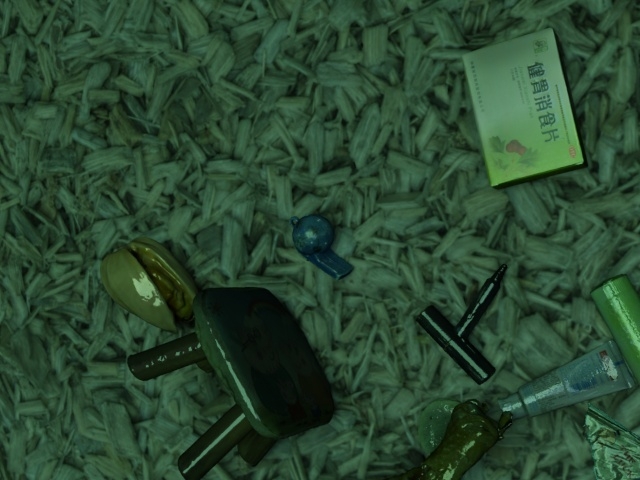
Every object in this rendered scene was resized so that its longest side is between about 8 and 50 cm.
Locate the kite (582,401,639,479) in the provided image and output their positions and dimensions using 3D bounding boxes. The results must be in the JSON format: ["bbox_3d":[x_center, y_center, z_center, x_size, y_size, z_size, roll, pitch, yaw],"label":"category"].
[{"bbox_3d":[0.534,0.482,1.833,0.369,0.014,0.406,-12,82,20],"label":"kite"}]

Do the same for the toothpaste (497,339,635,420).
[{"bbox_3d":[0.434,0.262,1.874,0.234,0.057,0.089,-25,78,12],"label":"toothpaste"}]

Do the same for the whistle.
[{"bbox_3d":[0.000,0.000,2.050,0.158,0.090,0.090,34,99,21],"label":"whistle"}]

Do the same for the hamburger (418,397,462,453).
[{"bbox_3d":[0.221,0.349,1.952,0.084,0.054,0.121,11,97,21],"label":"hamburger"}]

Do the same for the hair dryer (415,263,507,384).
[{"bbox_3d":[0.302,0.142,1.941,0.195,0.050,0.173,-46,74,9],"label":"hair dryer"}]

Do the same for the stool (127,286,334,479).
[{"bbox_3d":[-0.164,0.265,1.982,0.226,0.310,0.310,-34,73,21],"label":"stool"}]

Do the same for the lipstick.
[{"bbox_3d":[0.564,0.202,1.811,0.076,0.076,0.304,-29,76,18],"label":"lipstick"}]

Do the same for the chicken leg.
[{"bbox_3d":[0.173,0.445,1.868,0.429,0.153,0.201,-49,43,6],"label":"chicken leg"}]

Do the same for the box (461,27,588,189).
[{"bbox_3d":[0.374,-0.240,1.929,0.175,0.062,0.260,-14,80,21],"label":"box"}]

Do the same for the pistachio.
[{"bbox_3d":[-0.347,0.096,2.156,0.229,0.157,0.157,43,102,14],"label":"pistachio"}]
